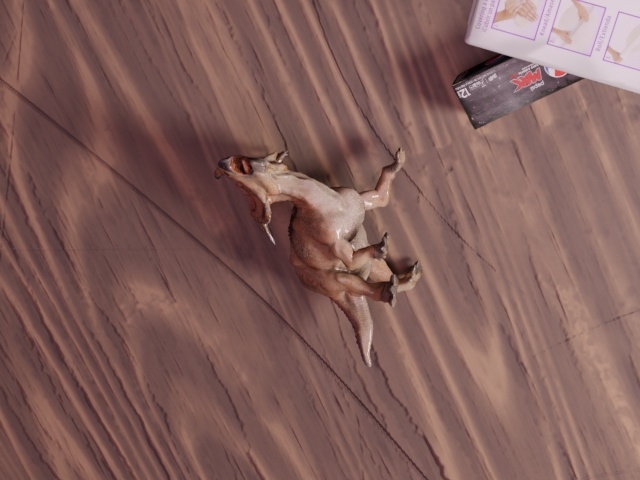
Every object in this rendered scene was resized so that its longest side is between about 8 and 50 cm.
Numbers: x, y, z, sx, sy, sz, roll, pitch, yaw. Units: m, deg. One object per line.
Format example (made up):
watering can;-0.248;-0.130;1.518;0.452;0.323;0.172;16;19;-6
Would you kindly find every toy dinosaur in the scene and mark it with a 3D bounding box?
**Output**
toy dinosaur;0.000;0.000;1.649;0.200;0.127;0.296;1;125;21

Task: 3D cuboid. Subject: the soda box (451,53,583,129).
soda box;0.232;-0.186;1.548;0.169;0.053;0.060;-24;105;22

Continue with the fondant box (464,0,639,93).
fondant box;0.316;-0.212;1.335;0.330;0.238;0.096;16;115;6
